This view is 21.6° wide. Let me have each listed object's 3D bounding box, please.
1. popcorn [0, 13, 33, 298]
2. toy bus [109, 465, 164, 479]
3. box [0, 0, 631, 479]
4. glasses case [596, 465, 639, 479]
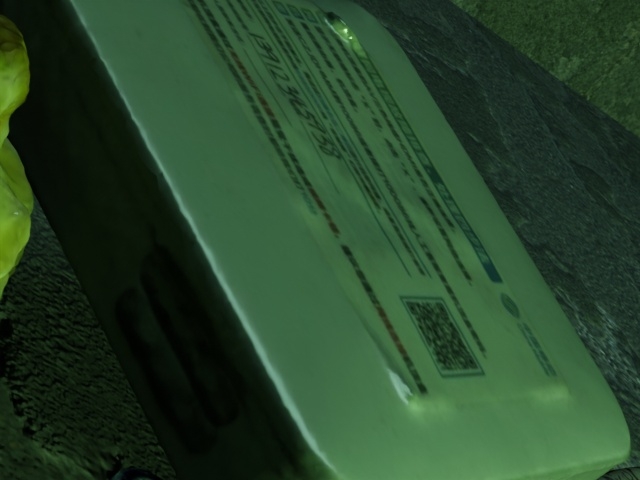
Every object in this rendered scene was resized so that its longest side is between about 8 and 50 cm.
[{"bbox_3d":[-0.265,-0.045,0.871,0.212,0.259,0.259,-16,56,-32],"label":"popcorn"},{"bbox_3d":[-0.120,0.209,0.776,0.150,0.128,0.262,49,19,15],"label":"toy bus"},{"bbox_3d":[0.000,0.001,1.035,0.396,0.111,0.396,4,53,-56],"label":"box"},{"bbox_3d":[0.191,0.241,1.309,0.085,0.137,0.354,57,23,18],"label":"glasses case"}]
